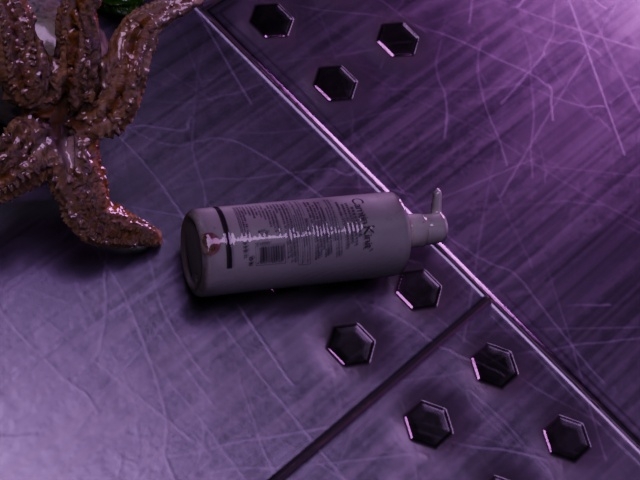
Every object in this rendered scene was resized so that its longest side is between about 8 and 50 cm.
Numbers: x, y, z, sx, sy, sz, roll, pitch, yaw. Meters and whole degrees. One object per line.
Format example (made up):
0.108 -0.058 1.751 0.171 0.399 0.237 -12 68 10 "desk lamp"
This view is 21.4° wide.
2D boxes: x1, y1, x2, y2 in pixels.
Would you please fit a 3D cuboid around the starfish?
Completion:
-0.247 -0.142 1.520 0.301 0.294 0.084 7 20 -26 "starfish"

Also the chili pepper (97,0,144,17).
-0.240 -0.307 1.768 0.073 0.050 0.182 -4 64 -25 "chili pepper"

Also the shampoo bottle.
0.000 0.000 1.636 0.262 0.085 0.085 -6 63 -20 "shampoo bottle"

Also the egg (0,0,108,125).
-0.289 -0.179 1.626 0.181 0.141 0.141 24 57 5 "egg"
